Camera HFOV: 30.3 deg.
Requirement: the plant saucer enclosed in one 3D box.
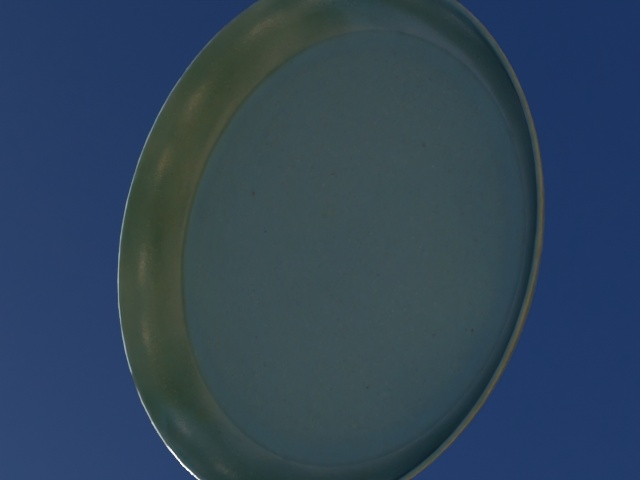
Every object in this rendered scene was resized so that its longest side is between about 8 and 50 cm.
[{"bbox_3d":[0.000,0.000,0.696,0.044,0.318,0.317,15,-82,-48],"label":"plant saucer"}]
